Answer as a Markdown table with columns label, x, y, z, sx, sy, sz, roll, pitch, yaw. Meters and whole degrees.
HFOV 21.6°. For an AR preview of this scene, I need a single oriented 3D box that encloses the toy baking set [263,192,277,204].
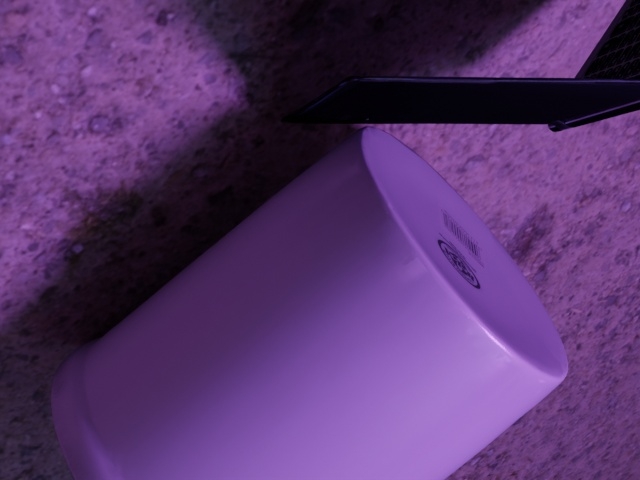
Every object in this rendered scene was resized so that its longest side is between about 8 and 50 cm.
| label | x | y | z | sx | sy | sz | roll | pitch | yaw |
| --- | --- | --- | --- | --- | --- | --- | --- | --- | --- |
| toy baking set | -0.003 | 0.005 | 1.767 | 0.256 | 0.030 | 0.197 | 6 | 126 | -48 |

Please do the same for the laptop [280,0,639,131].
| label | x | y | z | sx | sy | sz | roll | pitch | yaw |
| --- | --- | --- | --- | --- | --- | --- | --- | --- | --- |
| laptop | 0.197 | -0.218 | 1.447 | 0.408 | 0.236 | 0.382 | -56 | -173 | -6 |

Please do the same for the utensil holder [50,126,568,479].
| label | x | y | z | sx | sy | sz | roll | pitch | yaw |
| --- | --- | --- | --- | --- | --- | --- | --- | --- | --- |
| utensil holder | -0.006 | 0.126 | 1.594 | 0.385 | 0.327 | 0.327 | -39 | 149 | 17 |
